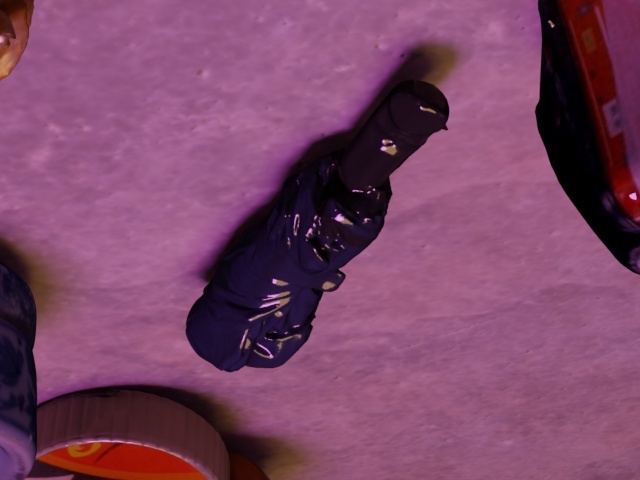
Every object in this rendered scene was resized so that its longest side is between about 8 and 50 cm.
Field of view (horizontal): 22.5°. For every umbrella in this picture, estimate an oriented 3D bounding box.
[{"bbox_3d":[0.003,-0.005,0.837,0.071,0.071,0.248,11,142,-29],"label":"umbrella"}]

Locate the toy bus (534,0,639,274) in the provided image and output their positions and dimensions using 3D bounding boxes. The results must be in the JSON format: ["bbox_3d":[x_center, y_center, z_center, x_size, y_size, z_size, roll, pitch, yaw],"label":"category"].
[{"bbox_3d":[0.232,-0.037,0.765,0.147,0.127,0.303,-33,142,33],"label":"toy bus"}]

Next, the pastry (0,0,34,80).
[{"bbox_3d":[-0.216,-0.094,0.585,0.250,0.102,0.154,8,151,-22],"label":"pastry"}]

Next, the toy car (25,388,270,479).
[{"bbox_3d":[-0.142,0.189,1.102,0.235,0.145,0.235,-1,131,-1],"label":"toy car"}]

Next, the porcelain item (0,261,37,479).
[{"bbox_3d":[-0.226,0.073,0.865,0.147,0.114,0.147,-4,151,-2],"label":"porcelain item"}]
